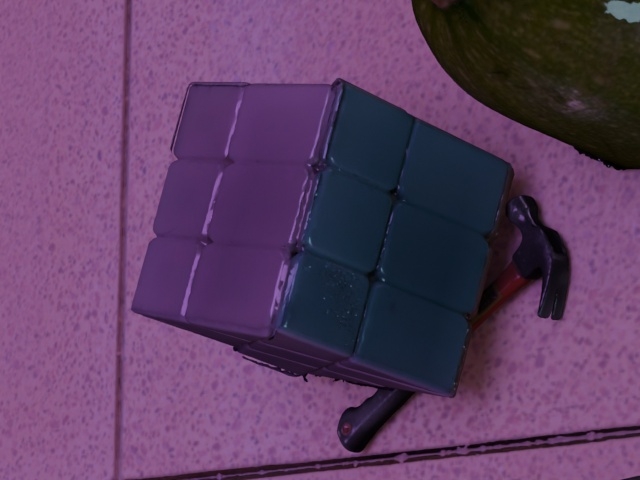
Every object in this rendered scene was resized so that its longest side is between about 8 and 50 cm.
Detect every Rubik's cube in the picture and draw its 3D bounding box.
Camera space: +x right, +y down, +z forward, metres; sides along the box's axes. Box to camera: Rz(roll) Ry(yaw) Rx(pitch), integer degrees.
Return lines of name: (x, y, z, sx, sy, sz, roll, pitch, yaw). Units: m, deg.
Rubik's cube: (0.000, 0.000, 1.743, 0.221, 0.231, 0.225, 5, 76, 50)

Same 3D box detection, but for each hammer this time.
hammer: (0.115, 0.091, 1.782, 0.288, 0.033, 0.111, -45, 53, 24)

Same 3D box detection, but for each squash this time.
squash: (0.214, -0.230, 1.591, 0.310, 0.309, 0.310, -13, 70, 39)

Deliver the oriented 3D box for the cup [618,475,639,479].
cup: (0.285, 0.292, 1.455, 0.186, 0.234, 0.258, -36, 60, 30)
